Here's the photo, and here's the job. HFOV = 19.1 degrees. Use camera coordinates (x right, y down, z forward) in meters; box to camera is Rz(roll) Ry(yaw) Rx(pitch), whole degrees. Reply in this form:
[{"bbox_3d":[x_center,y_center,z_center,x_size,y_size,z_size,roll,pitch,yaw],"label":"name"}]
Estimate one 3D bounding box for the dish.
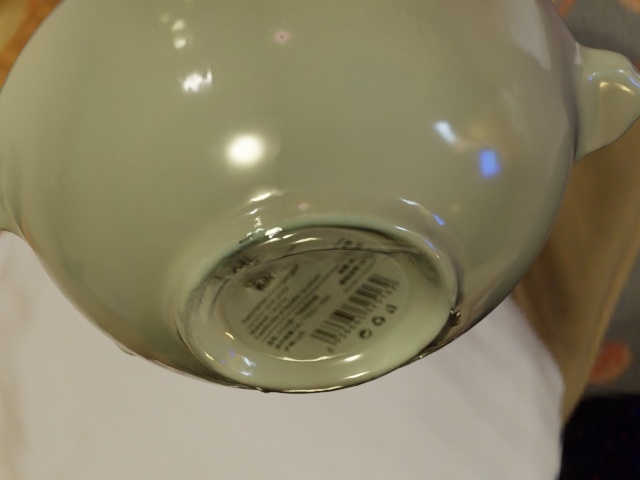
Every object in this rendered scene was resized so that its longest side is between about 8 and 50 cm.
[{"bbox_3d":[0.000,0.000,0.649,0.236,0.086,0.228,-22,138,16],"label":"dish"}]
